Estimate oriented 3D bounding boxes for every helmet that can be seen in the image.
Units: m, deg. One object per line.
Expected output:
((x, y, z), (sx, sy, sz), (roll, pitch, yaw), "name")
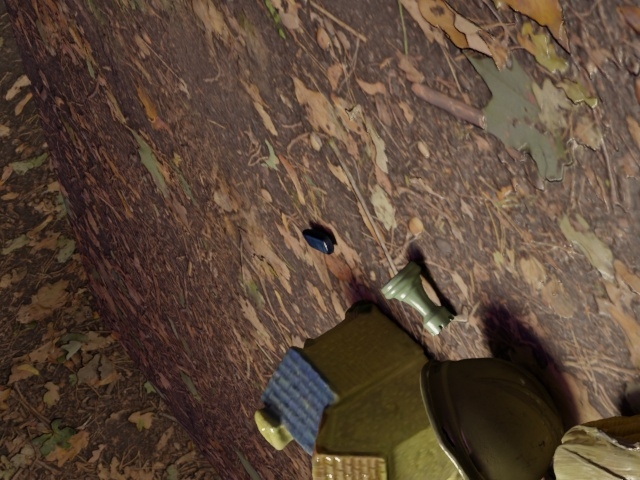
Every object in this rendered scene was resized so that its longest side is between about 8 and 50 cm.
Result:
((0.252, 0.252, 1.767), (0.257, 0.137, 0.204), (59, -159, -16), "helmet")

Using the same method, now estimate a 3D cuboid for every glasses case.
((0.000, 0.000, 2.176), (0.033, 0.023, 0.083), (61, 163, -23), "glasses case")

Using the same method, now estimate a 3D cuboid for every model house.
((0.062, 0.297, 2.119), (0.321, 0.266, 0.261), (43, 152, 38), "model house")

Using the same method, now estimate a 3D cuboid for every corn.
((0.368, 0.256, 1.494), (0.305, 0.122, 0.123), (147, 110, -70), "corn")

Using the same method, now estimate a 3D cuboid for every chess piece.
((0.142, 0.086, 1.903), (0.103, 0.067, 0.067), (48, 160, 4), "chess piece")
